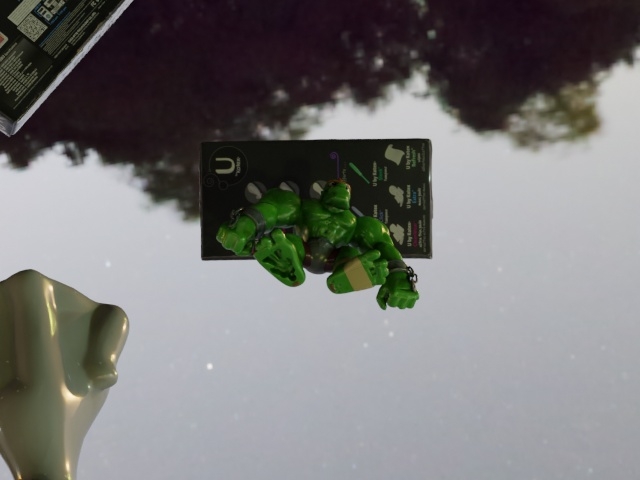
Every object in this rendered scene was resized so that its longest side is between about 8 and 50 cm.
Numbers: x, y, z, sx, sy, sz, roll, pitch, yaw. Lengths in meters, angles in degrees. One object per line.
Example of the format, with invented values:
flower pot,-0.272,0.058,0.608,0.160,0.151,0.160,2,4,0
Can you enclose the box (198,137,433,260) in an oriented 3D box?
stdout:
box,-0.002,-0.050,1.291,0.270,0.143,0.165,-1,-178,2

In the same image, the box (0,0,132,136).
box,-0.410,-0.334,1.336,0.296,0.293,0.073,-55,-170,-21

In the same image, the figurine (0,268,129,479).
figurine,-0.209,0.146,0.622,0.214,0.092,0.209,-23,-129,12

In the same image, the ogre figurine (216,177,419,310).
ogre figurine,0.000,0.000,1.063,0.197,0.097,0.118,2,-148,1
